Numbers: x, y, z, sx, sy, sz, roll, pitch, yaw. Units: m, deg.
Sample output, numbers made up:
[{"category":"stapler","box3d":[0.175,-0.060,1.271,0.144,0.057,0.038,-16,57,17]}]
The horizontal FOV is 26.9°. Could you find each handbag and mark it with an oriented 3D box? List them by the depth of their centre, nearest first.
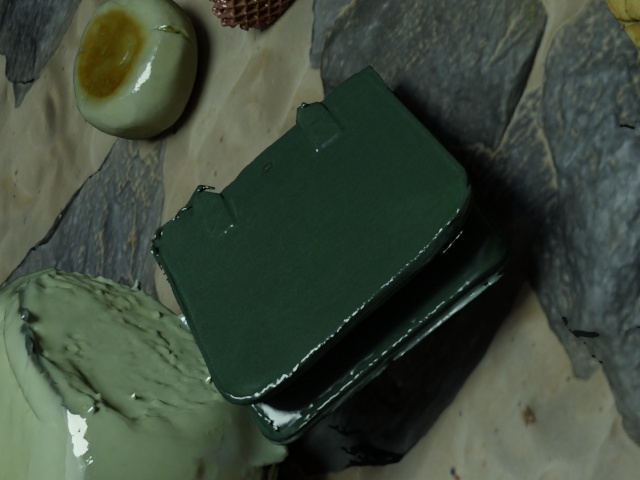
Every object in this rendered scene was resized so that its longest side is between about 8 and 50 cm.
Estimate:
[{"category":"handbag","box3d":[-0.001,-0.001,1.053,0.247,0.079,0.260,-41,39,7]}]

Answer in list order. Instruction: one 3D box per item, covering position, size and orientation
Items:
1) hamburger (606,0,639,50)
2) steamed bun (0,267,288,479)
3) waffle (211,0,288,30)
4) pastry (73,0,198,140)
[{"category":"hamburger","box3d":[0.263,-0.156,0.868,0.131,0.124,0.262,118,145,-41]},{"category":"steamed bun","box3d":[-0.180,0.206,1.137,0.312,0.233,0.333,-61,39,30]},{"category":"waffle","box3d":[-0.062,-0.233,1.262,0.083,0.075,0.029,-48,52,33]},{"category":"pastry","box3d":[-0.184,-0.178,1.368,0.156,0.092,0.156,-13,72,45]}]
